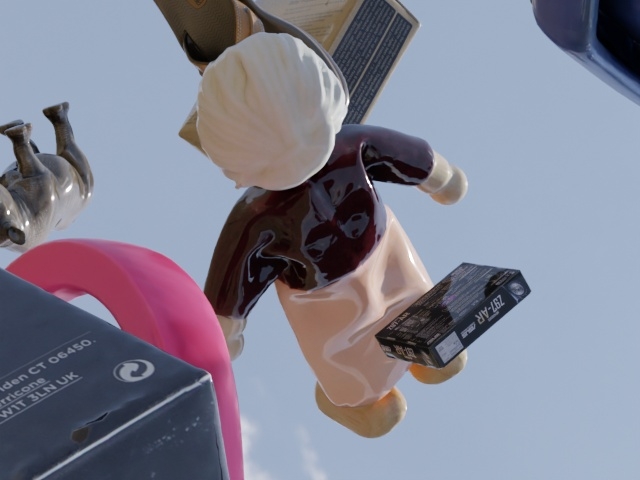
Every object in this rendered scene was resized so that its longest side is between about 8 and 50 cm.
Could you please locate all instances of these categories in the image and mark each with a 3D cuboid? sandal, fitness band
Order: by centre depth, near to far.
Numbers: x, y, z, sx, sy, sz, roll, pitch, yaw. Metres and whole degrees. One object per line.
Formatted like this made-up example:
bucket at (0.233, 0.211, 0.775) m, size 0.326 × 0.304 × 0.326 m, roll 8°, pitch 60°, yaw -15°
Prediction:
fitness band at (-0.118, 0.143, 0.914) m, size 0.209 × 0.054 × 0.291 m, roll -16°, pitch -106°, yaw 48°
sandal at (-0.071, -0.162, 1.442) m, size 0.090 × 0.060 × 0.219 m, roll -41°, pitch -96°, yaw 22°

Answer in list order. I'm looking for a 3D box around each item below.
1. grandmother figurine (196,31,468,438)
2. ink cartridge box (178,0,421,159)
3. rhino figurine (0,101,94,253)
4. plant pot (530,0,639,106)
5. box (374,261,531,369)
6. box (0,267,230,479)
grandmother figurine at (0.000, 0.000, 1.193) m, size 0.104 × 0.208 × 0.342 m, roll 31°, pitch -23°, yaw 34°
ink cartridge box at (-0.026, -0.172, 1.969) m, size 0.088 × 0.193 × 0.235 m, roll 39°, pitch -19°, yaw -26°
rhino figurine at (-0.259, -0.042, 1.577) m, size 0.073 × 0.243 × 0.106 m, roll -17°, pitch -79°, yaw 16°
plant pot at (0.231, -0.165, 0.874) m, size 0.212 × 0.236 × 0.236 m, roll 6°, pitch -94°, yaw 27°
box at (0.084, 0.047, 1.177) m, size 0.067 × 0.083 × 0.018 m, roll 7°, pitch -49°, yaw 60°
box at (-0.178, 0.157, 0.729) m, size 0.294 × 0.183 × 0.296 m, roll 22°, pitch -49°, yaw 40°
